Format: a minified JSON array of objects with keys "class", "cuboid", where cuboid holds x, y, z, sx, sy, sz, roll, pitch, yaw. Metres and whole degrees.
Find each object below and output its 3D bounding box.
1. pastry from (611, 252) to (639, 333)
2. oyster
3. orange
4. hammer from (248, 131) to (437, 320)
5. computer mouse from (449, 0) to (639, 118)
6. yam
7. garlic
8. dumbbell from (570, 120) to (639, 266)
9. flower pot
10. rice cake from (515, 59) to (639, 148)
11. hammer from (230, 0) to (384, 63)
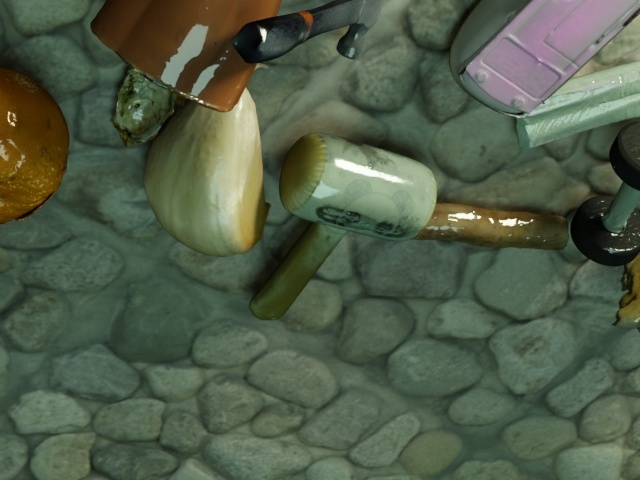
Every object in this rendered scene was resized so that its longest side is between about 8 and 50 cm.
[{"class":"pastry","cuboid":[0.548,0.044,2.189,0.330,0.329,0.136,-35,130,16]},{"class":"oyster","cuboid":[-0.209,-0.164,1.972,0.132,0.029,0.086,-33,110,31]},{"class":"orange","cuboid":[-0.379,-0.108,1.889,0.193,0.161,0.193,-16,143,-13]},{"class":"hammer","cuboid":[0.000,0.000,2.136,0.202,0.113,0.305,17,130,-24]},{"class":"computer mouse","cuboid":[0.288,-0.274,1.981,0.158,0.072,0.310,30,121,-27]},{"class":"yam","cuboid":[0.216,-0.018,2.212,0.241,0.056,0.056,4,130,-21]},{"class":"garlic","cuboid":[-0.125,-0.085,2.019,0.164,0.145,0.245,-29,139,-33]},{"class":"dumbbell","cuboid":[0.396,-0.059,2.166,0.100,0.100,0.191,0,144,-16]},{"class":"flower pot","cuboid":[-0.129,-0.261,1.823,0.191,0.190,0.173,21,109,-31]},{"class":"rice cake","cuboid":[0.349,-0.179,2.109,0.222,0.042,0.080,-15,129,-1]},{"class":"hammer","cuboid":[-0.006,-0.242,1.833,0.290,0.037,0.137,-28,144,-57]}]
